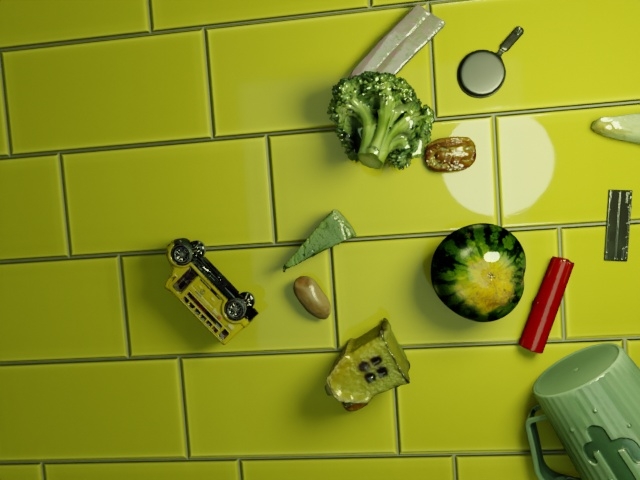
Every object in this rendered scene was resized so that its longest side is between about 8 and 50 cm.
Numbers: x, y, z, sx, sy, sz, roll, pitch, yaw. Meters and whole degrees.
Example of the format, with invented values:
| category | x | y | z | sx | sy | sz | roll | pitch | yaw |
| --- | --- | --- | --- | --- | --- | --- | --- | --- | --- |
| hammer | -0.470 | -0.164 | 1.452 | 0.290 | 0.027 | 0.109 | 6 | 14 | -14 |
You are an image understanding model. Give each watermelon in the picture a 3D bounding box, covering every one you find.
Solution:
| category | x | y | z | sx | sy | sz | roll | pitch | yaw |
| --- | --- | --- | --- | --- | --- | --- | --- | --- | --- |
| watermelon | 0.428 | 0.087 | 1.438 | 0.268 | 0.269 | 0.269 | 0 | 94 | 6 |

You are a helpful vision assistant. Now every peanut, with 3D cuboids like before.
| category | x | y | z | sx | sy | sz | roll | pitch | yaw |
| --- | --- | --- | --- | --- | --- | --- | --- | --- | --- |
| peanut | -0.024 | 0.171 | 1.579 | 0.076 | 0.076 | 0.152 | -36 | 94 | 7 |

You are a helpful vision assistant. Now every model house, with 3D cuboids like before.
| category | x | y | z | sx | sy | sz | roll | pitch | yaw |
| --- | --- | --- | --- | --- | --- | --- | --- | --- | --- |
| model house | 0.121 | 0.353 | 1.518 | 0.234 | 0.193 | 0.175 | -24 | 91 | 10 |

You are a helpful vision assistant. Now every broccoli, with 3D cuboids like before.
| category | x | y | z | sx | sy | sz | roll | pitch | yaw |
| --- | --- | --- | --- | --- | --- | --- | --- | --- | --- |
| broccoli | 0.162 | -0.317 | 1.450 | 0.288 | 0.235 | 0.260 | 13 | 89 | 12 |

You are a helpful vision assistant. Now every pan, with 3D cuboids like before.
| category | x | y | z | sx | sy | sz | roll | pitch | yaw |
| --- | --- | --- | --- | --- | --- | --- | --- | --- | --- |
| pan | 0.490 | -0.512 | 1.500 | 0.136 | 0.028 | 0.235 | 41 | 97 | 2 |

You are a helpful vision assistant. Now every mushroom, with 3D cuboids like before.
| category | x | y | z | sx | sy | sz | roll | pitch | yaw |
| --- | --- | --- | --- | --- | --- | --- | --- | --- | --- |
| mushroom | 0.921 | -0.301 | 1.442 | 0.333 | 0.087 | 0.107 | 17 | 96 | 7 |

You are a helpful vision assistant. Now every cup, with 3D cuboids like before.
| category | x | y | z | sx | sy | sz | roll | pitch | yaw |
| --- | --- | --- | --- | --- | --- | --- | --- | --- | --- |
| cup | 0.752 | 0.530 | 1.410 | 0.401 | 0.310 | 0.392 | -34 | 85 | 5 |

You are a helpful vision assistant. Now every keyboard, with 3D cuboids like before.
| category | x | y | z | sx | sy | sz | roll | pitch | yaw |
| --- | --- | --- | --- | --- | --- | --- | --- | --- | --- |
| keyboard | 0.844 | -0.042 | 1.502 | 0.067 | 0.011 | 0.202 | 2 | 94 | 8 |

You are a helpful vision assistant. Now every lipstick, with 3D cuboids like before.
| category | x | y | z | sx | sy | sz | roll | pitch | yaw |
| --- | --- | --- | --- | --- | --- | --- | --- | --- | --- |
| lipstick | 0.644 | 0.181 | 1.509 | 0.073 | 0.073 | 0.280 | 19 | 95 | 5 |

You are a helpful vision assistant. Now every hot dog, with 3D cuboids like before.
| category | x | y | z | sx | sy | sz | roll | pitch | yaw |
| --- | --- | --- | --- | --- | --- | --- | --- | --- | --- |
| hot dog | 0.371 | -0.247 | 1.513 | 0.147 | 0.065 | 0.099 | -2 | 103 | 4 |

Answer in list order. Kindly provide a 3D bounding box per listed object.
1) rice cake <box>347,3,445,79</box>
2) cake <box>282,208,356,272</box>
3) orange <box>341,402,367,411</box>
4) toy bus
| category | x | y | z | sx | sy | sz | roll | pitch | yaw |
| --- | --- | --- | --- | --- | --- | --- | --- | --- | --- |
| rice cake | 0.213 | -0.539 | 1.518 | 0.106 | 0.050 | 0.298 | 45 | 97 | 1 |
| cake | -0.021 | -0.002 | 1.553 | 0.235 | 0.100 | 0.099 | -28 | 89 | 7 |
| orange | 0.105 | 0.472 | 1.589 | 0.086 | 0.062 | 0.086 | -9 | 133 | -10 |
| toy bus | -0.342 | 0.144 | 1.574 | 0.331 | 0.145 | 0.151 | 45 | 98 | 1 |
